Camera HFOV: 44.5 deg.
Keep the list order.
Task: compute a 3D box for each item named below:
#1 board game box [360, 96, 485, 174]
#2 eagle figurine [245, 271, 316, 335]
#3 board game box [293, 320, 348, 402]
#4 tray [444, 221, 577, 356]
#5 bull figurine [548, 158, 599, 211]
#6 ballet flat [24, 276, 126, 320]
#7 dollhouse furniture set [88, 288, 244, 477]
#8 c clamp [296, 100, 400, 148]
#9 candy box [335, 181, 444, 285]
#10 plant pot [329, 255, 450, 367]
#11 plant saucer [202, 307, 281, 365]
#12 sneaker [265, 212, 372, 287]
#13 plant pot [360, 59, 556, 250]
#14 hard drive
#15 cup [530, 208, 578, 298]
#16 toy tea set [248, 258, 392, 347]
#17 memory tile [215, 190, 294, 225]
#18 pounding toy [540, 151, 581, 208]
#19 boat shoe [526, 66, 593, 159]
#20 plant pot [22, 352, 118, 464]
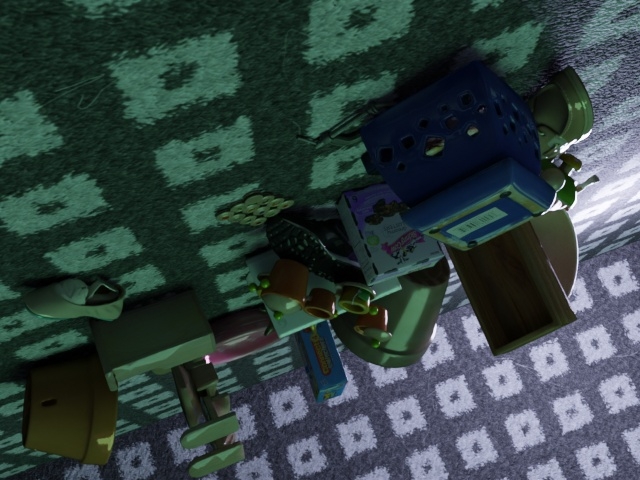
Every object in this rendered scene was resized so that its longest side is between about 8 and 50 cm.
[{"bbox_3d":[0.215,-0.198,1.460,0.165,0.042,0.243,-4,157,-46],"label":"board game box"},{"bbox_3d":[-0.047,0.135,2.031,0.226,0.225,0.298,14,-149,18],"label":"eagle figurine"},{"bbox_3d":[-0.016,0.310,2.330,0.086,0.308,0.302,-18,163,-7],"label":"board game box"},{"bbox_3d":[0.398,0.032,1.772,0.076,0.411,0.203,-9,160,-39],"label":"tray"},{"bbox_3d":[0.608,-0.135,2.069,0.310,0.101,0.188,-13,158,-35],"label":"bull figurine"},{"bbox_3d":[-0.472,0.108,1.540,0.086,0.086,0.248,-27,165,19],"label":"ballet flat"},{"bbox_3d":[-0.383,0.345,1.930,0.256,0.362,0.394,-18,136,-16],"label":"dollhouse furniture set"},{"bbox_3d":[0.059,-0.192,1.316,0.160,0.022,0.137,-29,162,25],"label":"c clamp"},{"bbox_3d":[0.146,-0.022,1.663,0.164,0.196,0.070,-16,163,-21],"label":"candy box"},{"bbox_3d":[0.214,0.145,2.168,0.323,0.323,0.280,-10,145,-34],"label":"plant pot"},{"bbox_3d":[-0.252,0.288,2.362,0.332,0.084,0.332,-20,165,-6],"label":"plant saucer"},{"bbox_3d":[0.000,0.000,1.691,0.283,0.124,0.107,32,134,-30],"label":"sneaker"},{"bbox_3d":[0.239,-0.120,1.297,0.236,0.212,0.236,-28,154,27],"label":"plant pot"},{"bbox_3d":[0.008,0.077,1.809,0.307,0.203,0.040,-22,-171,2],"label":"hard drive"},{"bbox_3d":[0.564,0.043,2.290,0.331,0.331,0.236,-6,-176,-43],"label":"cup"},{"bbox_3d":[0.004,0.155,1.692,0.335,0.124,0.200,18,157,-5],"label":"toy tea set"},{"bbox_3d":[-0.126,-0.061,1.524,0.113,0.012,0.148,-30,162,26],"label":"memory tile"},{"bbox_3d":[0.521,-0.174,1.768,0.110,0.183,0.236,-53,151,13],"label":"pounding toy"},{"bbox_3d":[0.436,-0.222,1.523,0.110,0.122,0.341,-22,165,-1],"label":"boat shoe"},{"bbox_3d":[-0.653,0.431,2.023,0.203,0.291,0.291,7,152,-25],"label":"plant pot"}]
